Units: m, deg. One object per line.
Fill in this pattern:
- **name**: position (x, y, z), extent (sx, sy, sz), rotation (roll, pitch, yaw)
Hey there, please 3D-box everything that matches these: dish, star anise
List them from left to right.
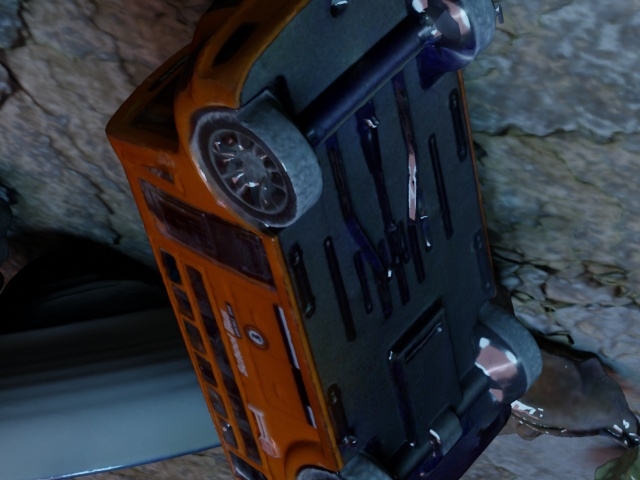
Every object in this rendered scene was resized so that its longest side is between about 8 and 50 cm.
- **dish**: position (-0.160, 0.073, 1.028), extent (0.273, 0.134, 0.273), rotation (-9, 179, 0)
- **star anise**: position (0.082, 0.068, 0.963), extent (0.172, 0.063, 0.208), rotation (-2, 152, 42)

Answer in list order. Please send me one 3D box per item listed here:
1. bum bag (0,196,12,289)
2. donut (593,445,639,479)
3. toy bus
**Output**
- **bum bag**: position (-0.310, -0.056, 0.954), extent (0.326, 0.080, 0.142), rotation (34, 155, -32)
- **donut**: position (0.244, 0.148, 1.000), extent (0.108, 0.065, 0.166), rotation (18, 150, -1)
- **toy bus**: position (0.000, 0.000, 0.759), extent (0.153, 0.143, 0.329), rotation (23, 144, 34)
